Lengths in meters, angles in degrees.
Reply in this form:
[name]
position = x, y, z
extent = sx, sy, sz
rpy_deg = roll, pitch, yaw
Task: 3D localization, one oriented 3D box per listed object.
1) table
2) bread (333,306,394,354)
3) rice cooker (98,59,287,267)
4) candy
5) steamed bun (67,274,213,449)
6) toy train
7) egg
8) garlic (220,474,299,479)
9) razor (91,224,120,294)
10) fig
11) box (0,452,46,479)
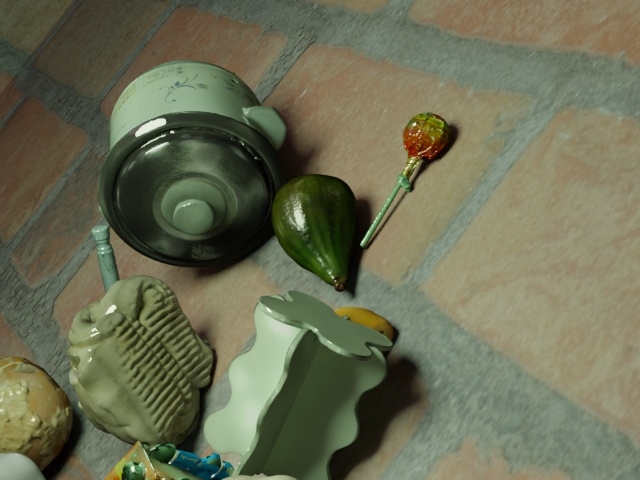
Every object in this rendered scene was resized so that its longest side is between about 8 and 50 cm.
[table]
position = -0.031, 0.176, 1.150
extent = 0.198, 0.166, 0.166
rpy_deg = -66, 31, 11
[bread]
position = 0.040, 0.106, 1.249
extent = 0.062, 0.049, 0.103
rpy_deg = -53, 34, -4
[rice cooker]
position = -0.188, -0.112, 1.548
extent = 0.316, 0.264, 0.316
rpy_deg = -20, 36, 16
[candy]
position = 0.103, -0.078, 1.362
extent = 0.201, 0.060, 0.060
rpy_deg = -60, 33, -2
[steamed bun]
position = -0.255, 0.175, 1.408
extent = 0.144, 0.218, 0.211
rpy_deg = -29, 12, 32
[toy train]
position = -0.168, 0.289, 1.196
extent = 0.099, 0.188, 0.072
rpy_deg = -45, 51, 14
[egg]
position = -0.481, 0.273, 1.591
extent = 0.233, 0.195, 0.195
rpy_deg = -29, 36, 54
[garlic]
position = -0.086, 0.334, 1.088
extent = 0.199, 0.199, 0.226
rpy_deg = -61, 8, -15
[razor]
position = -0.300, 0.088, 1.545
extent = 0.068, 0.232, 0.106
rpy_deg = -17, 25, -24
[fig]
position = 0.000, 0.000, 1.369
extent = 0.117, 0.117, 0.177
rpy_deg = -31, 59, 28
[box]
position = -0.462, 0.391, 1.447
extent = 0.336, 0.264, 0.106
rpy_deg = -17, 17, 40
